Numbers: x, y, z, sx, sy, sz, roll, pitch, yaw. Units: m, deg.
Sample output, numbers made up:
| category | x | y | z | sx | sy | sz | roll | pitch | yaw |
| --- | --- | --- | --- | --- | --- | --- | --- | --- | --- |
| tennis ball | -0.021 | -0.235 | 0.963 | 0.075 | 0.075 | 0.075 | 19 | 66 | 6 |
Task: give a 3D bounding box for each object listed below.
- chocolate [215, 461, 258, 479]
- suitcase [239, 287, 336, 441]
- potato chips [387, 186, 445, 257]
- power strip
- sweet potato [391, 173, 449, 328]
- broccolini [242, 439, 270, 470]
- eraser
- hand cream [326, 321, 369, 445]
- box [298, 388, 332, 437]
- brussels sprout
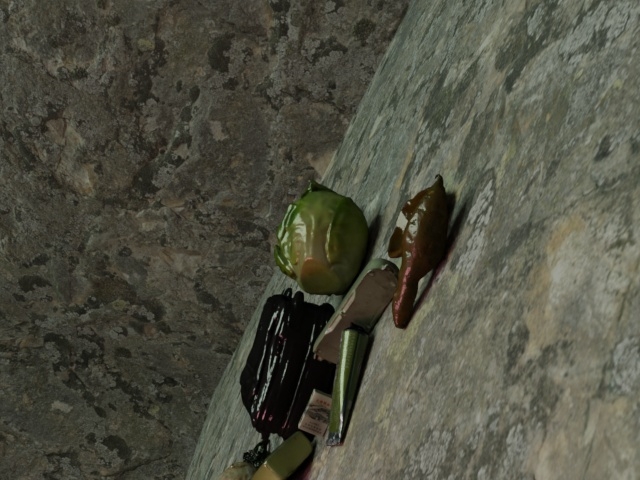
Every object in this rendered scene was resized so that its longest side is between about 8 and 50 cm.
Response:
| category | x | y | z | sx | sy | sz | roll | pitch | yaw |
| --- | --- | --- | --- | --- | --- | --- | --- | --- | --- |
| chocolate | -0.222 | 0.673 | 1.736 | 0.134 | 0.134 | 0.309 | 133 | 159 | -68 |
| suitcase | -0.068 | 0.287 | 1.707 | 0.345 | 0.188 | 0.339 | 173 | 114 | -79 |
| potato chips | 0.179 | -0.029 | 1.352 | 0.150 | 0.049 | 0.202 | -66 | 6 | -20 |
| power strip | 0.073 | 0.142 | 1.461 | 0.048 | 0.080 | 0.286 | -75 | 12 | -55 |
| sweet potato | 0.164 | 0.024 | 1.221 | 0.075 | 0.074 | 0.270 | -109 | 34 | -79 |
| broccolini | -0.148 | 0.540 | 1.916 | 0.058 | 0.074 | 0.201 | -27 | 5 | 12 |
| eraser | -0.090 | 0.478 | 1.529 | 0.117 | 0.058 | 0.172 | -31 | -21 | -44 |
| hand cream | 0.049 | 0.271 | 1.405 | 0.086 | 0.055 | 0.235 | 126 | 157 | -68 |
| box | -0.004 | 0.346 | 1.486 | 0.024 | 0.054 | 0.083 | -101 | 34 | -84 |
| brussels sprout | 0.002 | 0.002 | 1.849 | 0.294 | 0.227 | 0.259 | -89 | 8 | -51 |
